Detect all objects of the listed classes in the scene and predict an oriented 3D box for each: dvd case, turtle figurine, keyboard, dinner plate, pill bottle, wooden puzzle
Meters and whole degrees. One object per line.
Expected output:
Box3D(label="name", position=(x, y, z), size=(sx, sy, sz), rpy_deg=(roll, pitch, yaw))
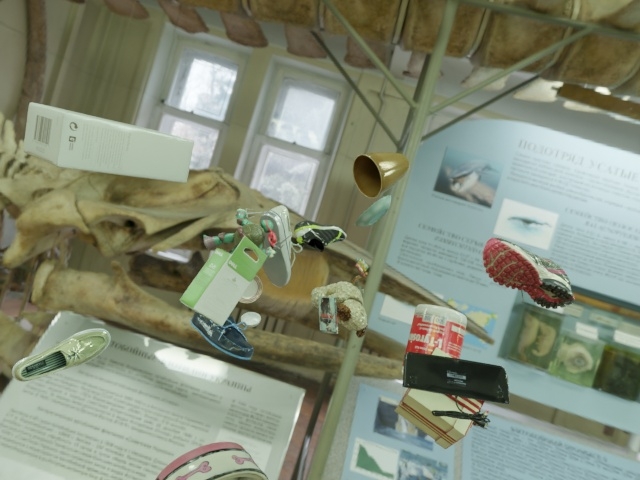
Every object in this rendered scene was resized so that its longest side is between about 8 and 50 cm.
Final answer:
Box3D(label="dvd case", position=(0.026, 0.248, 1.535), size=(0.013, 0.119, 0.087), rpy_deg=(-2, -3, -38))
Box3D(label="turtle figurine", position=(-0.216, -0.013, 1.360), size=(0.234, 0.175, 0.118), rpy_deg=(-26, -1, 3))
Box3D(label="keyboard", position=(0.406, 0.451, 1.388), size=(0.317, 0.201, 0.033), rpy_deg=(8, -37, 6))
Box3D(label="dinner plate", position=(-0.339, 0.219, 2.136), size=(0.141, 0.141, 0.017), rpy_deg=(17, -4, -19))
Box3D(label="pill bottle", position=(0.482, 0.499, 1.992), size=(0.229, 0.407, 0.229), rpy_deg=(15, -15, 4))
Box3D(label="wooden puzzle", position=(0.170, 0.106, 1.885), size=(0.083, 0.049, 0.006), rpy_deg=(52, -34, -12))

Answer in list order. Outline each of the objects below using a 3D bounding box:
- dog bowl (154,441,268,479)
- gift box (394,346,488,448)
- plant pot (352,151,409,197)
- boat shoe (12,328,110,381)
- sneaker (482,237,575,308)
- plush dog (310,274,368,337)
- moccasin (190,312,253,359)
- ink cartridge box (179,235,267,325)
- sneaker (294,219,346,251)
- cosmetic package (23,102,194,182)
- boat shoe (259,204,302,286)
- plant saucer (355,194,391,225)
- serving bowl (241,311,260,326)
Box3D(label="dog bowl", position=(-0.393, 0.862, 1.587), size=(0.408, 0.408, 0.150), rpy_deg=(16, 24, -41))
Box3D(label="gift box", position=(0.458, 0.554, 1.650), size=(0.258, 0.276, 0.255), rpy_deg=(34, -26, 17))
Box3D(label="plant pot", position=(0.343, -0.373, 2.463), size=(0.254, 0.237, 0.237), rpy_deg=(-22, 22, -28))
Box3D(label="boat shoe", position=(-0.840, 0.385, 1.526), size=(0.302, 0.109, 0.094), rpy_deg=(-25, 15, -39))
Box3D(label="sneaker", position=(0.557, 0.077, 1.253), size=(0.299, 0.112, 0.121), rpy_deg=(31, -41, -20))
Box3D(label="plush dog", position=(0.118, 0.276, 1.886), size=(0.262, 0.211, 0.225), rpy_deg=(40, 17, -36))
Box3D(label="moccasin", position=(-0.380, 0.336, 1.770), size=(0.342, 0.116, 0.138), rpy_deg=(25, -2, 32))
Box3D(label="ink cartridge box", position=(-0.232, 0.091, 1.125), size=(0.062, 0.209, 0.109), rpy_deg=(20, -19, 40))
Box3D(label="sneaker", position=(0.000, 0.000, 1.593), size=(0.235, 0.097, 0.084), rpy_deg=(8, -31, -42))
Box3D(label="cosmetic package", position=(-0.677, -0.310, 1.519), size=(0.230, 0.161, 0.453), rpy_deg=(21, 12, 34))
Box3D(label="boat shoe", position=(-0.158, 0.016, 1.912), size=(0.136, 0.367, 0.156), rpy_deg=(15, 37, 29))
Box3D(label="plant saucer", position=(0.234, -0.113, 1.956), size=(0.037, 0.195, 0.195), rpy_deg=(52, 10, 13))
Box3D(label="serving bowl", position=(-0.295, 0.340, 1.952), size=(0.083, 0.027, 0.083), rpy_deg=(4, 30, -3))
